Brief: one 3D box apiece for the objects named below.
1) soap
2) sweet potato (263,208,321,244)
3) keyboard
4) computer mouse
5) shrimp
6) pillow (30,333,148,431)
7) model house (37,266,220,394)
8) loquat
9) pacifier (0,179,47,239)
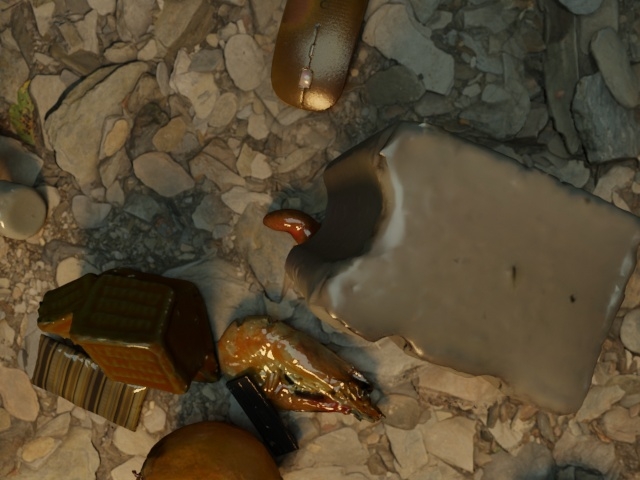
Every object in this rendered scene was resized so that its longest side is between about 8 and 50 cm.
[{"bbox_3d":[0.151,0.029,0.757,0.350,0.435,0.212,24,90,-5],"label":"soap"},{"bbox_3d":[0.000,-0.001,0.990,0.202,0.055,0.058,22,63,6],"label":"sweet potato"},{"bbox_3d":[-0.094,0.283,1.005,0.053,0.010,0.155,-27,101,29],"label":"keyboard"},{"bbox_3d":[0.000,-0.330,0.989,0.126,0.056,0.245,17,94,7],"label":"computer mouse"},{"bbox_3d":[-0.031,0.224,0.998,0.294,0.062,0.154,25,106,9],"label":"shrimp"},{"bbox_3d":[-0.386,0.238,1.039,0.203,0.038,0.113,25,116,4],"label":"pillow"},{"bbox_3d":[-0.300,0.139,0.937,0.268,0.239,0.173,7,92,6],"label":"model house"},{"bbox_3d":[-0.172,0.370,0.947,0.234,0.187,0.176,8,99,-1],"label":"loquat"},{"bbox_3d":[-0.557,-0.073,1.021,0.207,0.227,0.279,20,71,-26],"label":"pacifier"}]
